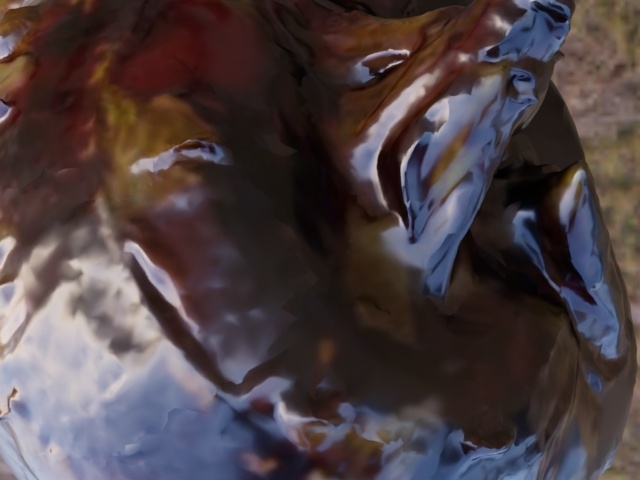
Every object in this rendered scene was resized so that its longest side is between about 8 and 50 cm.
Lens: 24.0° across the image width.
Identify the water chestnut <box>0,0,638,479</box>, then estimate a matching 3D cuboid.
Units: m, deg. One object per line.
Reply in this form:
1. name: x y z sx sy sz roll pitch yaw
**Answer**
1. water chestnut: 0.000 0.000 0.567 0.300 0.300 0.300 1 163 0
